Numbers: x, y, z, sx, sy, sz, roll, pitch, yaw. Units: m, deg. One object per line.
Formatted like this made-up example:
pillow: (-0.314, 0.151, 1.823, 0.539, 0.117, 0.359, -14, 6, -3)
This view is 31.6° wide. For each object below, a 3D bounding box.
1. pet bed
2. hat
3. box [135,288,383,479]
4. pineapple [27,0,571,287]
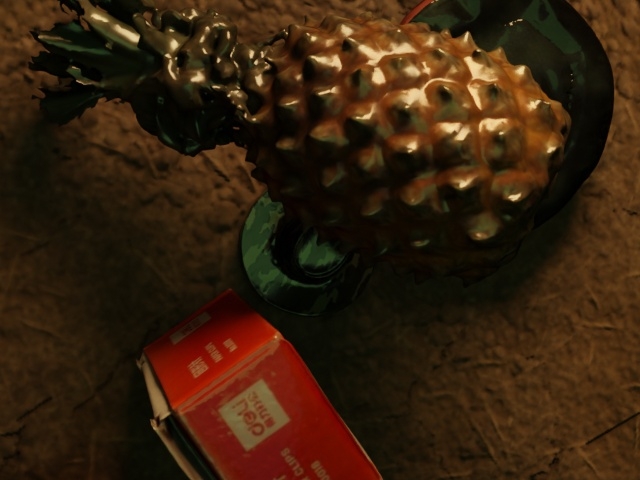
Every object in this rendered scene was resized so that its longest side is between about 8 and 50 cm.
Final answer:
pet bed: (0.133, -0.105, 0.865, 0.201, 0.053, 0.201, -2, 97, -14)
hat: (0.000, 0.000, 0.842, 0.121, 0.050, 0.121, -1, 93, -15)
box: (-0.049, 0.122, 0.775, 0.099, 0.182, 0.133, -36, 106, -8)
pineapple: (-0.022, -0.096, 0.749, 0.361, 0.175, 0.175, 25, 89, 1)
